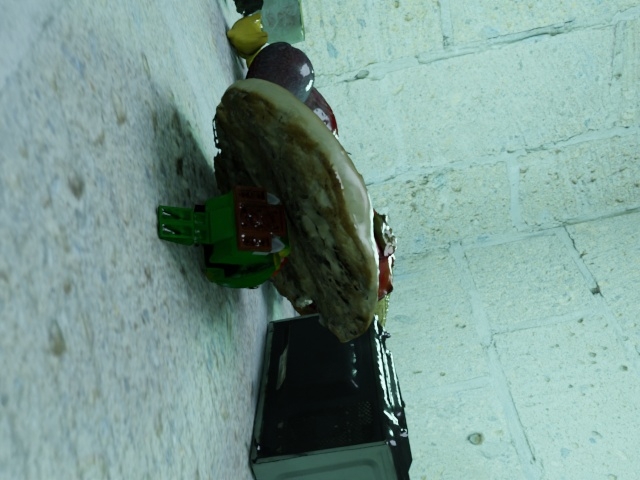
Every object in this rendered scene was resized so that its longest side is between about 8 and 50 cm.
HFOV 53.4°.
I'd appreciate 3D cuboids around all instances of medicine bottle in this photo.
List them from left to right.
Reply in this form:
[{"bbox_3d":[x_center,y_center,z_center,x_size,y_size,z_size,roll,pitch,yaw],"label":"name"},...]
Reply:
[{"bbox_3d":[-0.117,-0.579,1.648,0.147,0.143,0.147,-6,90,-86],"label":"medicine bottle"}]

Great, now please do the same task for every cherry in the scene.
[{"bbox_3d":[-0.093,-0.337,1.354,0.140,0.176,0.176,47,12,-10],"label":"cherry"},{"bbox_3d":[-0.055,-0.291,1.527,0.175,0.192,0.249,-9,-80,60],"label":"cherry"}]

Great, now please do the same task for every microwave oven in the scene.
[{"bbox_3d":[0.036,0.307,1.034,0.355,0.219,0.286,-89,168,-65],"label":"microwave oven"}]

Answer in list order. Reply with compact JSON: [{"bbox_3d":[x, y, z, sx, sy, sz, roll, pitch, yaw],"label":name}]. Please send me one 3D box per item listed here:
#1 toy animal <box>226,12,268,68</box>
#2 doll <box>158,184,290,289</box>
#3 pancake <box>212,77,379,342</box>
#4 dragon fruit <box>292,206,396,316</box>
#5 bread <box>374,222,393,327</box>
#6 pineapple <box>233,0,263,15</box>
[{"bbox_3d":[-0.159,-0.420,1.375,0.159,0.083,0.070,124,-54,-80],"label":"toy animal"},{"bbox_3d":[-0.103,0.006,0.760,0.186,0.135,0.106,85,-4,-68],"label":"doll"},{"bbox_3d":[-0.039,-0.032,0.849,0.382,0.071,0.382,49,-24,30],"label":"pancake"},{"bbox_3d":[0.000,0.000,1.235,0.291,0.250,0.269,55,-4,-10],"label":"dragon fruit"},{"bbox_3d":[0.055,0.112,1.636,0.248,0.279,0.315,-81,177,-50],"label":"bread"},{"bbox_3d":[-0.160,-0.537,1.246,0.310,0.141,0.170,159,-85,-88],"label":"pineapple"}]
